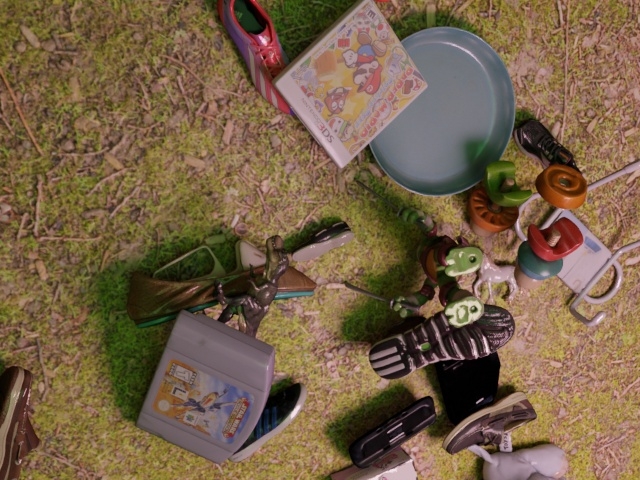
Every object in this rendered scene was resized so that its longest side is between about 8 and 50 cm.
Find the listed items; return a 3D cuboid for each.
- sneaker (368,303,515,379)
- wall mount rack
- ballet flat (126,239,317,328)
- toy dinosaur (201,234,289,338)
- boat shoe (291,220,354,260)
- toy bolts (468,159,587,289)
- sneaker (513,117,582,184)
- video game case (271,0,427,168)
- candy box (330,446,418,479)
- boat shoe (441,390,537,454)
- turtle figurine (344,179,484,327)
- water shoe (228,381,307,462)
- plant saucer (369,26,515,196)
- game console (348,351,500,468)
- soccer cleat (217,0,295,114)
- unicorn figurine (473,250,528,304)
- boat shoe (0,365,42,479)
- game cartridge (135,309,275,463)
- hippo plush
[{"bbox_3d":[0.232,0.169,1.467,0.281,0.162,0.107,-17,99,14],"label":"sneaker"},{"bbox_3d":[0.577,0.000,1.560,0.350,0.130,0.304,38,95,-26],"label":"wall mount rack"},{"bbox_3d":[-0.177,0.067,1.357,0.342,0.116,0.124,-10,85,-13],"label":"ballet flat"},{"bbox_3d":[-0.136,0.115,1.282,0.118,0.064,0.268,10,113,-27],"label":"toy dinosaur"},{"bbox_3d":[0.000,0.000,1.428,0.125,0.038,0.046,-24,150,-7],"label":"boat shoe"},{"bbox_3d":[0.412,-0.022,1.464,0.218,0.229,0.159,-6,144,-17],"label":"toy bolts"},{"bbox_3d":[0.469,-0.179,1.529,0.178,0.077,0.072,38,87,-22],"label":"sneaker"},{"bbox_3d":[0.057,-0.275,1.334,0.227,0.026,0.206,-44,120,-6],"label":"video game case"},{"bbox_3d":[0.127,0.549,1.570,0.164,0.070,0.196,-19,107,-14],"label":"candy box"},{"bbox_3d":[0.359,0.392,1.587,0.223,0.073,0.080,-24,143,-22],"label":"boat shoe"},{"bbox_3d":[0.171,0.050,1.378,0.274,0.266,0.198,27,94,-19],"label":"turtle figurine"},{"bbox_3d":[-0.114,0.333,1.440,0.203,0.073,0.080,-43,109,-7],"label":"water shoe"},{"bbox_3d":[0.225,-0.244,1.451,0.317,0.043,0.318,-4,103,-19],"label":"plant saucer"},{"bbox_3d":[0.211,0.334,1.526,0.361,0.044,0.213,-30,134,-12],"label":"game console"},{"bbox_3d":[-0.092,-0.319,1.298,0.083,0.095,0.248,-36,110,-9],"label":"soccer cleat"},{"bbox_3d":[0.359,0.076,1.562,0.161,0.060,0.111,-3,102,-35],"label":"unicorn figurine"},{"bbox_3d":[-0.527,0.336,1.300,0.095,0.095,0.258,15,103,-35],"label":"boat shoe"},{"bbox_3d":[-0.195,0.265,1.314,0.198,0.062,0.297,27,125,1],"label":"game cartridge"},{"bbox_3d":[0.469,0.543,1.595,0.234,0.236,0.294,-21,107,-13],"label":"hippo plush"}]
